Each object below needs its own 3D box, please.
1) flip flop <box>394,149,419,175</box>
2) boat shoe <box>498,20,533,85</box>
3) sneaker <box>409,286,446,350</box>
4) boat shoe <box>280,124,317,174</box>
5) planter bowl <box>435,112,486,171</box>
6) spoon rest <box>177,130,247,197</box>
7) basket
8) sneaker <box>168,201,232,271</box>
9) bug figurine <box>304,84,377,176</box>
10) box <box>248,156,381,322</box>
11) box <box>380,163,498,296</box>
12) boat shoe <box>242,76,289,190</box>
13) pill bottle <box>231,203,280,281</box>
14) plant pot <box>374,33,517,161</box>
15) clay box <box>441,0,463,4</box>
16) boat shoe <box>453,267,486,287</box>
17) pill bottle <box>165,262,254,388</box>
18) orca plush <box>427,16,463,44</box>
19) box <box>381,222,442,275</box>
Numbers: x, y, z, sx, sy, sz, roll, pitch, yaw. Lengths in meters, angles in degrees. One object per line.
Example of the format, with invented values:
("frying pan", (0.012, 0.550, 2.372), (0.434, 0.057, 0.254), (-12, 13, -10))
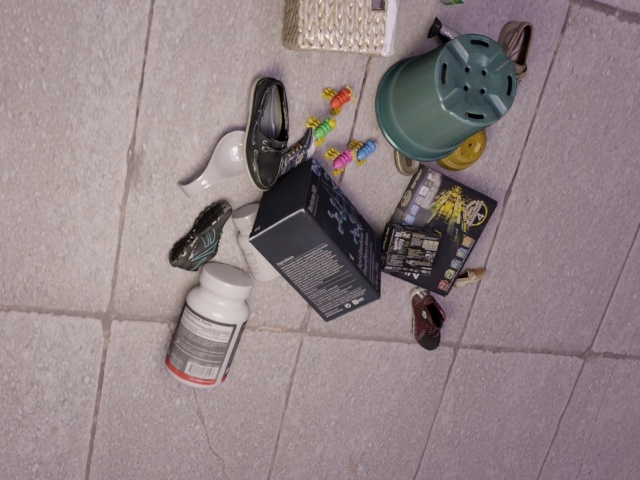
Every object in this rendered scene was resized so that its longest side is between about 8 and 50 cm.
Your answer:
("flip flop", (0.279, -0.341, 1.889), (0.112, 0.080, 0.277), (-16, 111, -11))
("boat shoe", (0.628, -0.567, 1.904), (0.109, 0.098, 0.303), (6, 108, -19))
("sneaker", (0.409, 0.320, 2.132), (0.106, 0.162, 0.282), (-22, 114, -8))
("boat shoe", (-0.069, -0.282, 1.813), (0.083, 0.065, 0.184), (11, 106, -21))
("planter bowl", (0.491, -0.332, 1.955), (0.217, 0.090, 0.217), (-6, 111, -16))
("spoon rest", (-0.306, -0.223, 1.752), (0.276, 0.084, 0.137), (-37, 116, -1))
("basket", (0.046, -0.677, 1.566), (0.266, 0.331, 0.329), (-1, 110, -11))
("sneaker", (-0.362, -0.010, 1.821), (0.267, 0.101, 0.106), (-46, 130, 10))
("bug figurine", (0.075, -0.334, 1.808), (0.216, 0.072, 0.279), (-47, 121, -28))
("box", (0.000, 0.000, 1.782), (0.211, 0.294, 0.395), (-28, 120, 25))
("box", (0.399, -0.031, 2.036), (0.318, 0.097, 0.395), (23, 102, -20))
("boat shoe", (-0.147, -0.315, 1.718), (0.127, 0.113, 0.341), (1, 98, -39))
("pill bottle", (-0.196, 0.005, 1.844), (0.131, 0.131, 0.229), (-24, 115, -7))
("plant pot", (0.376, -0.429, 1.696), (0.340, 0.334, 0.342), (1, 88, -15))
("clay box", (0.351, -0.806, 1.714), (0.053, 0.127, 0.222), (-46, 116, 2))
("boat shoe", (0.561, 0.133, 2.172), (0.135, 0.050, 0.045), (-25, 120, -7))
("pill bottle", (-0.351, 0.271, 1.852), (0.210, 0.210, 0.363), (16, 104, -22))
("orca plush", (0.450, -0.584, 1.845), (0.287, 0.151, 0.102), (18, 135, -25))
("box", (0.297, 0.029, 1.936), (0.180, 0.077, 0.148), (6, 108, -16))
